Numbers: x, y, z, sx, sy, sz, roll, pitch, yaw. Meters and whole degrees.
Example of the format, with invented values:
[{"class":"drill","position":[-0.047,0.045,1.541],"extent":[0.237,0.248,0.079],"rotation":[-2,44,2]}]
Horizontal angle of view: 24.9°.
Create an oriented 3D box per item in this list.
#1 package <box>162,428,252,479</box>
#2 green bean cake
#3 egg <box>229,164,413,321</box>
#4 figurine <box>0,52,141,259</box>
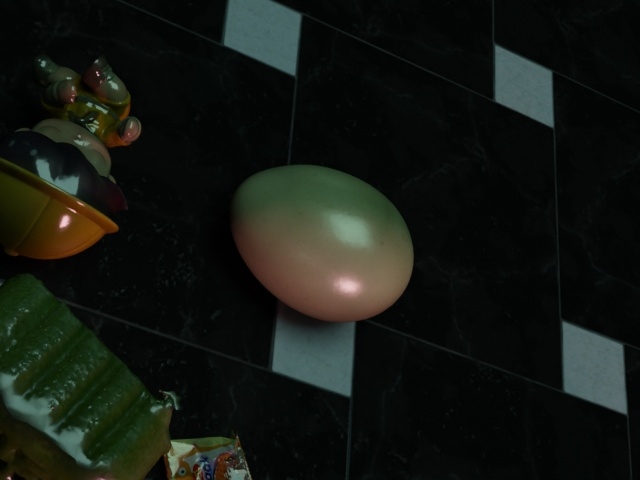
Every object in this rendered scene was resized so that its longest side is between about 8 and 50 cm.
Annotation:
[{"class":"package","position":[-0.131,0.280,1.719],"extent":[0.121,0.031,0.108],"rotation":[-3,66,-36]},{"class":"green bean cake","position":[-0.307,0.191,1.501],"extent":[0.250,0.247,0.156],"rotation":[47,46,-4]},{"class":"egg","position":[0.000,0.000,1.873],"extent":[0.254,0.188,0.188],"rotation":[29,50,-10]},{"class":"figurine","position":[-0.307,-0.092,1.724],"extent":[0.192,0.167,0.256],"rotation":[21,52,5]}]
